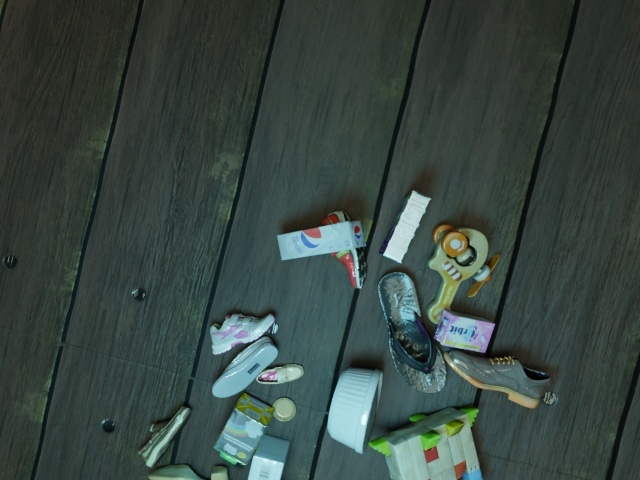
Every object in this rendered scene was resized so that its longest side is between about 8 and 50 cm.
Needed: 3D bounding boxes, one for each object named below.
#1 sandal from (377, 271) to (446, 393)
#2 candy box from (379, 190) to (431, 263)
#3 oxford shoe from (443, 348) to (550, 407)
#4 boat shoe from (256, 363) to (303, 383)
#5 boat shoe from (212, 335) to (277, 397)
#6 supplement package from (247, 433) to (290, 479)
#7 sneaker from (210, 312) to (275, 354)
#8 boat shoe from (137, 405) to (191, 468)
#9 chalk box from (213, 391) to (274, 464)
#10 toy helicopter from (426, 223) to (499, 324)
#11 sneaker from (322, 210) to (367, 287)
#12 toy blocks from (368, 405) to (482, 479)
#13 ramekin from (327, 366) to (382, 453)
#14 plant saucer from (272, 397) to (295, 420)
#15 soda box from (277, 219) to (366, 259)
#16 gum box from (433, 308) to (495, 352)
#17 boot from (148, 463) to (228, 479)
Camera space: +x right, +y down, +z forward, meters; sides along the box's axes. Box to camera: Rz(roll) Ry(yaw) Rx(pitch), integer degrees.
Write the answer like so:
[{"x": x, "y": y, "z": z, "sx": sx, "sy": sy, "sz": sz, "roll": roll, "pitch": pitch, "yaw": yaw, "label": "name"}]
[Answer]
[{"x": 0.304, "y": 0.326, "z": 1.618, "sx": 0.168, "sy": 0.107, "sz": 0.445, "roll": -21, "pitch": 90, "yaw": 3, "label": "sandal"}, {"x": 0.280, "y": -0.045, "z": 1.590, "sx": 0.071, "sy": 0.159, "sz": 0.233, "roll": 25, "pitch": 91, "yaw": 1, "label": "candy box"}, {"x": 0.590, "y": 0.427, "z": 1.584, "sx": 0.364, "sy": 0.130, "sz": 0.132, "roll": 23, "pitch": 110, "yaw": -7, "label": "oxford shoe"}, {"x": -0.145, "y": 0.478, "z": 1.667, "sx": 0.170, "sy": 0.059, "sz": 0.062, "roll": -11, "pitch": 90, "yaw": 3, "label": "boat shoe"}, {"x": -0.272, "y": 0.438, "z": 1.658, "sx": 0.267, "sy": 0.088, "sz": 0.096, "roll": -43, "pitch": 123, "yaw": 0, "label": "boat shoe"}, {"x": -0.173, "y": 0.756, "z": 1.612, "sx": 0.105, "sy": 0.179, "sz": 0.105, "roll": 12, "pitch": 91, "yaw": 3, "label": "supplement package"}, {"x": -0.281, "y": 0.303, "z": 1.652, "sx": 0.253, "sy": 0.103, "sz": 0.111, "roll": -23, "pitch": 91, "yaw": 2, "label": "sneaker"}, {"x": -0.563, "y": 0.683, "z": 1.677, "sx": 0.095, "sy": 0.095, "sz": 0.257, "roll": 36, "pitch": 93, "yaw": 8, "label": "boat shoe"}, {"x": -0.272, "y": 0.669, "z": 1.638, "sx": 0.133, "sy": 0.132, "sz": 0.212, "roll": 29, "pitch": 99, "yaw": 2, "label": "chalk box"}, {"x": 0.470, "y": 0.127, "z": 1.618, "sx": 0.235, "sy": 0.140, "sz": 0.354, "roll": 16, "pitch": 102, "yaw": -6, "label": "toy helicopter"}, {"x": 0.081, "y": 0.037, "z": 1.647, "sx": 0.119, "sy": 0.107, "sz": 0.278, "roll": -18, "pitch": 86, "yaw": 22, "label": "sneaker"}, {"x": 0.373, "y": 0.738, "z": 1.568, "sx": 0.382, "sy": 0.191, "sz": 0.260, "roll": -13, "pitch": 91, "yaw": -21, "label": "toy blocks"}, {"x": 0.115, "y": 0.546, "z": 1.562, "sx": 0.127, "sy": 0.273, "sz": 0.272, "roll": 12, "pitch": 91, "yaw": 16, "label": "ramekin"}, {"x": -0.130, "y": 0.603, "z": 1.690, "sx": 0.084, "sy": 0.015, "sz": 0.083, "roll": 0, "pitch": 91, "yaw": 3, "label": "plant saucer"}, {"x": 0.000, "y": 0.000, "z": 1.575, "sx": 0.287, "sy": 0.098, "sz": 0.091, "roll": -10, "pitch": 90, "yaw": 33, "label": "soda box"}, {"x": 0.481, "y": 0.305, "z": 1.592, "sx": 0.189, "sy": 0.062, "sz": 0.107, "roll": 14, "pitch": 98, "yaw": -21, "label": "gum box"}, {"x": -0.460, "y": 0.914, "z": 1.669, "sx": 0.296, "sy": 0.104, "sz": 0.211, "roll": -1, "pitch": 92, "yaw": 2, "label": "boot"}]
